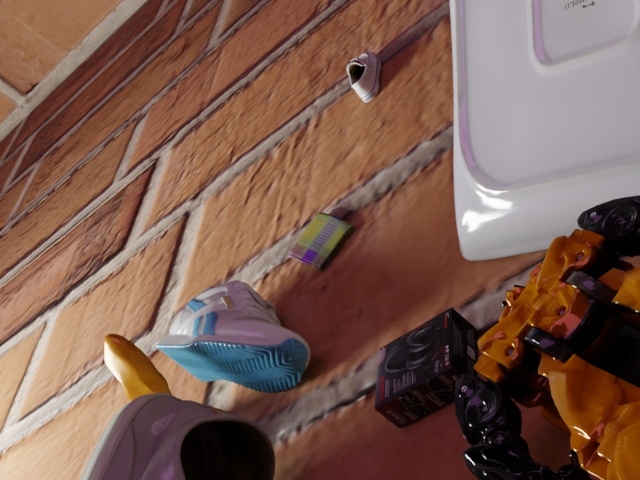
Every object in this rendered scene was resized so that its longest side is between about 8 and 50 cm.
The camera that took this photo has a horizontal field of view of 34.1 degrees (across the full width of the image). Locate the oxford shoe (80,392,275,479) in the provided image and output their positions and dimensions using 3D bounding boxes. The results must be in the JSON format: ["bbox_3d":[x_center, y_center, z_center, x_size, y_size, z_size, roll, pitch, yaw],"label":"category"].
[{"bbox_3d":[-0.127,0.290,0.726,0.130,0.169,0.449,-10,41,23],"label":"oxford shoe"}]

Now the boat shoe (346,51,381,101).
[{"bbox_3d":[0.049,-0.203,1.245,0.035,0.035,0.100,-37,28,28],"label":"boat shoe"}]

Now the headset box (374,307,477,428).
[{"bbox_3d":[0.076,0.097,0.783,0.083,0.032,0.062,-32,30,31],"label":"headset box"}]

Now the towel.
[{"bbox_3d":[0.000,0.000,1.074,0.060,0.009,0.083,-53,25,-8],"label":"towel"}]

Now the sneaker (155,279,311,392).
[{"bbox_3d":[-0.079,0.085,0.998,0.229,0.087,0.092,0,52,57],"label":"sneaker"}]

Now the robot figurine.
[{"bbox_3d":[0.191,0.078,0.554,0.211,0.085,0.291,-52,25,-4],"label":"robot figurine"}]

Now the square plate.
[{"bbox_3d":[0.197,-0.172,0.731,0.347,0.049,0.344,-11,78,55],"label":"square plate"}]

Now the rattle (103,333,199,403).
[{"bbox_3d":[-0.187,0.212,0.946,0.130,0.143,0.199,24,69,46],"label":"rattle"}]
